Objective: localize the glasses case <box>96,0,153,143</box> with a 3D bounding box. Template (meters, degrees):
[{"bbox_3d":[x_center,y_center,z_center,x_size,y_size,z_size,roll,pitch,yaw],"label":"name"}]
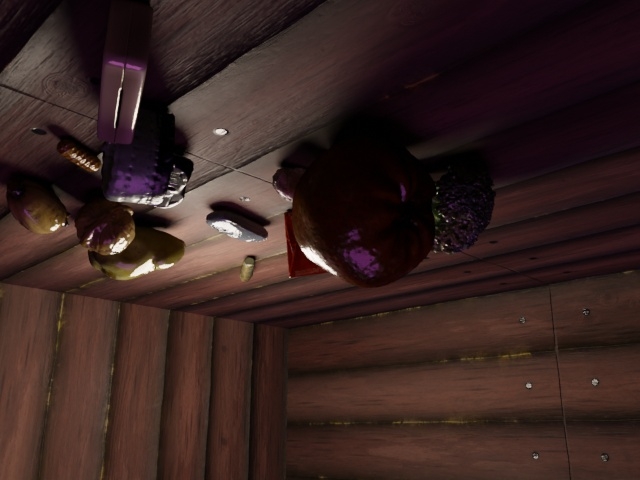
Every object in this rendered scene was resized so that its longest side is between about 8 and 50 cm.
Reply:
[{"bbox_3d":[-0.393,-0.321,1.218,0.076,0.143,0.336,8,162,-20],"label":"glasses case"}]

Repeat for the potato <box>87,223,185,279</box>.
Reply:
[{"bbox_3d":[-0.676,0.041,2.266,0.351,0.202,0.218,-5,175,-9],"label":"potato"}]

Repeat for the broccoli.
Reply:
[{"bbox_3d":[0.356,-0.086,1.773,0.302,0.249,0.375,-4,168,3],"label":"broccoli"}]

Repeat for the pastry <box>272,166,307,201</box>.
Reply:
[{"bbox_3d":[-0.031,-0.151,1.821,0.265,0.102,0.112,13,166,-29],"label":"pastry"}]

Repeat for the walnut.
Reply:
[{"bbox_3d":[-0.703,-0.047,2.005,0.198,0.198,0.245,7,162,-21],"label":"walnut"}]

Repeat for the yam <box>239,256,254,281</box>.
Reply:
[{"bbox_3d":[-0.331,0.128,2.772,0.061,0.061,0.274,3,161,-10],"label":"yam"}]

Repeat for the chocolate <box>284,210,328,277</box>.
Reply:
[{"bbox_3d":[0.000,0.000,2.087,0.237,0.234,0.108,-12,170,32],"label":"chocolate"}]

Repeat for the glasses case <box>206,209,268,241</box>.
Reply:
[{"bbox_3d":[-0.295,-0.049,2.195,0.109,0.067,0.282,-7,160,29],"label":"glasses case"}]

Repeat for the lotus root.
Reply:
[{"bbox_3d":[-0.894,-0.104,1.924,0.154,0.140,0.257,36,165,27],"label":"lotus root"}]

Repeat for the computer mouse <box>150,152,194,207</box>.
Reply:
[{"bbox_3d":[-0.437,-0.182,1.726,0.137,0.096,0.233,11,146,-29],"label":"computer mouse"}]

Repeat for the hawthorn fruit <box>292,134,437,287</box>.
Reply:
[{"bbox_3d":[0.093,-0.083,1.613,0.403,0.402,0.403,0,162,0],"label":"hawthorn fruit"}]

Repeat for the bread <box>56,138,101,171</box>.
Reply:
[{"bbox_3d":[-0.654,-0.230,1.665,0.052,0.044,0.157,-10,161,12],"label":"bread"}]

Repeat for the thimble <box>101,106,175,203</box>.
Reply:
[{"bbox_3d":[-0.435,-0.205,1.470,0.150,0.237,0.237,6,162,-28],"label":"thimble"}]
